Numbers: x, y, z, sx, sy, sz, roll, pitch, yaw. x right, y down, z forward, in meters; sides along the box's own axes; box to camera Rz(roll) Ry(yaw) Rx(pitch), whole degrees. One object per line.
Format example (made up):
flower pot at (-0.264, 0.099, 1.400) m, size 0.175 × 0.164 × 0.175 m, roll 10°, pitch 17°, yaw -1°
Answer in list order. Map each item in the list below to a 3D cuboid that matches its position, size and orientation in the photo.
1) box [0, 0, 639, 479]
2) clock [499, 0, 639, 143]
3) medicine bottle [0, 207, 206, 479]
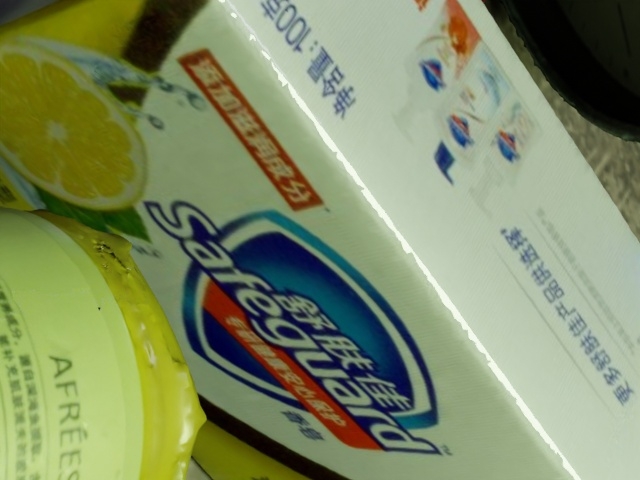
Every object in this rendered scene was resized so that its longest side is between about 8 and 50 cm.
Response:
box at (0.000, 0.000, 0.536) m, size 0.265 × 0.168 × 0.097 m, roll 54°, pitch 49°, yaw -25°
clock at (0.132, -0.190, 0.647) m, size 0.061 × 0.312 × 0.312 m, roll -14°, pitch 89°, yaw -15°
medicine bottle at (-0.142, 0.053, 0.402) m, size 0.239 × 0.124 × 0.124 m, roll -8°, pitch 85°, yaw -49°
